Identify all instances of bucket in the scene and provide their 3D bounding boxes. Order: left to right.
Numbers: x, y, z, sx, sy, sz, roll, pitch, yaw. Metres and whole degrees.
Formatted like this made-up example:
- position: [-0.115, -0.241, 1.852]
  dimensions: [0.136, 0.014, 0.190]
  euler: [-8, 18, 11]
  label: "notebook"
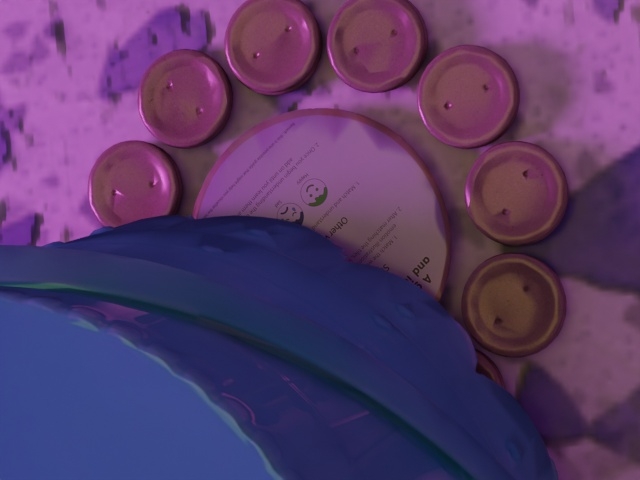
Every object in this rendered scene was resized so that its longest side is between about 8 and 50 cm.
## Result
- position: [-0.069, 0.125, 0.619]
  dimensions: [0.281, 0.183, 0.281]
  euler: [1, 93, 18]
  label: "bucket"

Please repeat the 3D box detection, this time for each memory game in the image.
- position: [0.000, 0.000, 0.700]
  dimensions: [0.186, 0.012, 0.186]
  euler: [-1, 88, 17]
  label: "memory game"
